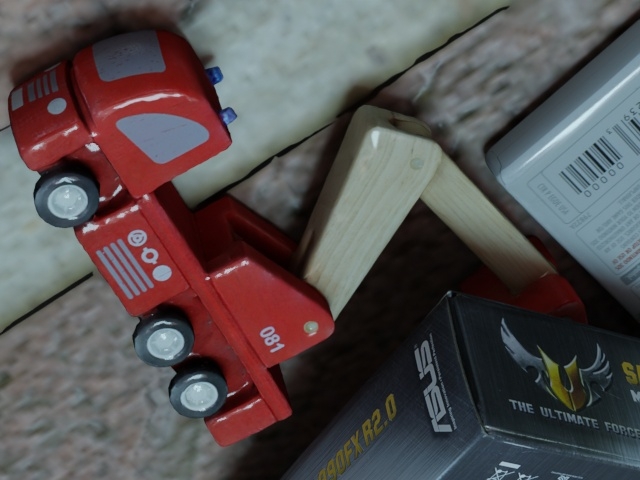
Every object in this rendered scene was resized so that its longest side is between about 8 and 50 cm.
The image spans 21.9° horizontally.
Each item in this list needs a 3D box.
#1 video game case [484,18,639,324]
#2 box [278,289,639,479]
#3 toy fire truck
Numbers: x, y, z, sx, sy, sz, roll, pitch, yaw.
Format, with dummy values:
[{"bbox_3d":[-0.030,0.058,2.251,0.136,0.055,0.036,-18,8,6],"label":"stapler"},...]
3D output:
[{"bbox_3d":[0.195,-0.038,0.581,0.212,0.023,0.193,-42,121,11],"label":"video game case"},{"bbox_3d":[0.096,0.115,0.591,0.231,0.056,0.183,14,134,-26],"label":"box"},{"bbox_3d":[0.000,0.000,0.542,0.135,0.047,0.192,-27,123,4],"label":"toy fire truck"}]
